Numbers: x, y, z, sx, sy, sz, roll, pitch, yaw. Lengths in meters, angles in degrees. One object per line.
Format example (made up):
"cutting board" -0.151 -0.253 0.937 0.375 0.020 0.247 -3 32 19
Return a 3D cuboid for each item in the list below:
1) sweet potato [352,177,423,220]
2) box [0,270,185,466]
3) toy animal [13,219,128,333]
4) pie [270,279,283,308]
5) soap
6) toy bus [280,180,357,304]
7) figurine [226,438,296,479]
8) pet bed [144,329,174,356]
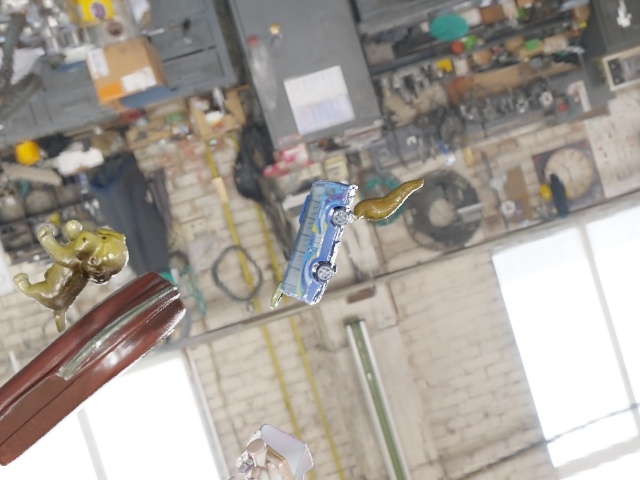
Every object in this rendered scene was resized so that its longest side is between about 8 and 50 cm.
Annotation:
"sweet potato" 0.164 -0.094 2.326 0.250 0.069 0.059 -24 -136 -29
"box" -0.381 0.199 1.446 0.404 0.108 0.263 -39 -178 26
"toy animal" -0.484 0.047 1.801 0.233 0.168 0.121 -48 162 18
"pie" -0.111 0.145 2.471 0.021 0.084 0.084 25 -169 9
"soap" -0.130 0.628 2.586 0.109 0.193 0.324 -62 -178 -29
"toy bus" -0.002 0.000 1.735 0.094 0.236 0.079 17 -174 6
"figurine" -0.152 0.501 1.747 0.237 0.141 0.162 -43 -143 -14
"pet bed" -0.440 0.250 2.204 0.201 0.053 0.201 -35 -175 4
